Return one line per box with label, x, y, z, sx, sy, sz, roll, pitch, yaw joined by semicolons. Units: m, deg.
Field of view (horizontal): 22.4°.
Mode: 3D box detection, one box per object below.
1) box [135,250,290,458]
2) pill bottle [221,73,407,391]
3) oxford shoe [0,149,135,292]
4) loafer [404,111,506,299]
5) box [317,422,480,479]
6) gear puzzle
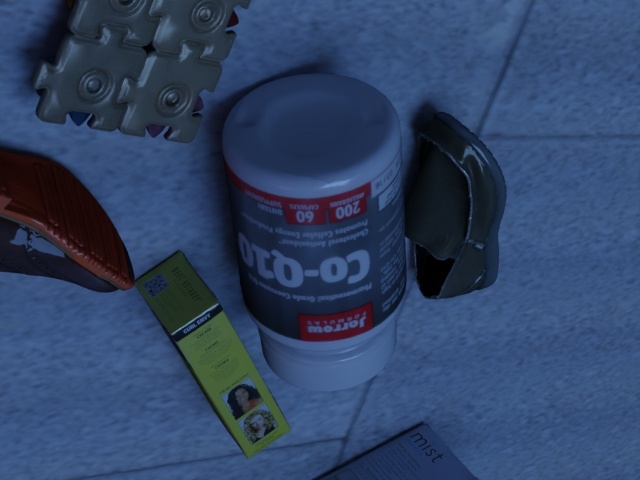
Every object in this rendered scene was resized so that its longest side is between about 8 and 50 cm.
box;-0.103;0.116;1.591;0.058;0.087;0.232;-34;140;-8
pill bottle;0.000;0.000;1.514;0.161;0.161;0.283;-26;136;-20
oxford shoe;-0.263;-0.016;1.356;0.098;0.097;0.271;-33;139;19
loafer;0.131;-0.022;1.656;0.087;0.094;0.251;-33;139;-19
box;0.102;0.371;1.844;0.231;0.262;0.127;-25;137;-22
gear puzzle;-0.120;-0.241;1.306;0.175;0.044;0.339;6;117;-41
